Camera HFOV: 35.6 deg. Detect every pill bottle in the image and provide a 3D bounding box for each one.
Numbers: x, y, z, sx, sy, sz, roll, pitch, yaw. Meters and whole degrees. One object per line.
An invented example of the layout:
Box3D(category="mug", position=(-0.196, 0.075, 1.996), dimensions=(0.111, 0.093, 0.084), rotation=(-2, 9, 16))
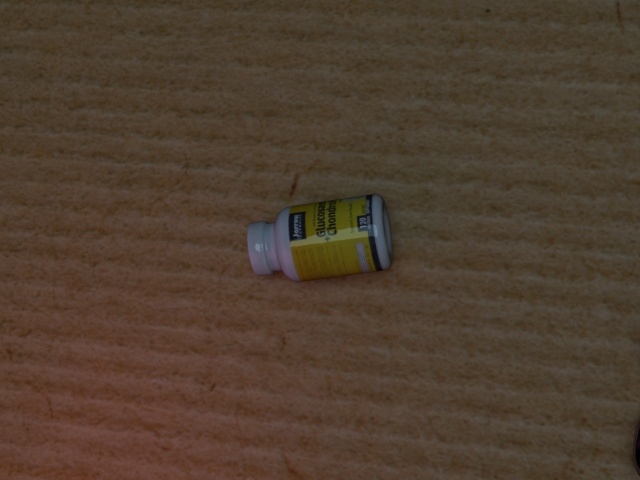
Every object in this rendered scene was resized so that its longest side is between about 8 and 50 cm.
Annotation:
Box3D(category="pill bottle", position=(0.000, 0.000, 1.334), dimensions=(0.184, 0.103, 0.103), rotation=(-8, 84, 10))

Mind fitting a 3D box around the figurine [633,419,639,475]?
Box3D(category="figurine", position=(0.510, 0.200, 1.233), dimensions=(0.209, 0.092, 0.215), rotation=(7, 86, 4))
